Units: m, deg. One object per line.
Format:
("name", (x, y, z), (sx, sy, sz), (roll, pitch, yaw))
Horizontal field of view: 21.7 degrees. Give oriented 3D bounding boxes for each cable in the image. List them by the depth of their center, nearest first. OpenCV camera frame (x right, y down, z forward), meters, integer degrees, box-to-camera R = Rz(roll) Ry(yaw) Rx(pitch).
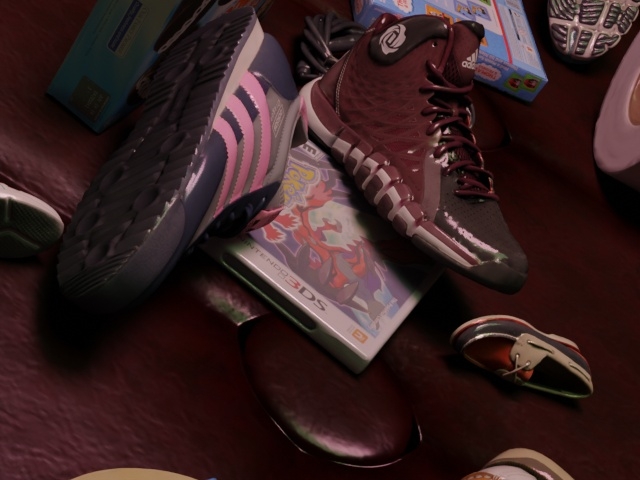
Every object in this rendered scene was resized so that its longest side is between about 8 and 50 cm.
("cable", (0.060, -0.146, 1.558), (0.184, 0.047, 0.150), (23, 29, -15))

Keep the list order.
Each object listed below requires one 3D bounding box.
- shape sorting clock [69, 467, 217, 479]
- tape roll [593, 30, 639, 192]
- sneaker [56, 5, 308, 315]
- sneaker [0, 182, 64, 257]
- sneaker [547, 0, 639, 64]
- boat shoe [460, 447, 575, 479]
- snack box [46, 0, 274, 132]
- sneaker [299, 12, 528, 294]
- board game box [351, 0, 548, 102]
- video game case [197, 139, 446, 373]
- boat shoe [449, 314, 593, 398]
("shape sorting clock", (-0.084, 0.213, 0.957), (0.206, 0.040, 0.206), (21, 37, -17))
("tape roll", (0.412, -0.135, 1.677), (0.169, 0.246, 0.246), (28, 33, -12))
("sneaker", (-0.078, -0.036, 1.194), (0.131, 0.112, 0.319), (55, 38, -26))
("sneaker", (-0.243, -0.034, 1.116), (0.152, 0.053, 0.061), (18, 34, -25))
("sneaker", (0.310, -0.298, 1.922), (0.107, 0.110, 0.275), (15, 52, -2))
("boat shoe", (0.200, 0.266, 1.101), (0.302, 0.113, 0.103), (37, 32, 21))
("snack box", (-0.088, -0.223, 1.376), (0.060, 0.187, 0.322), (38, 33, 3))
("sneaker", (0.102, -0.094, 1.367), (0.281, 0.162, 0.106), (47, 17, 33))
("board game box", (0.126, -0.237, 1.732), (0.211, 0.039, 0.160), (22, 35, -22))
("video game case", (0.000, 0.000, 1.325), (0.183, 0.023, 0.201), (39, 32, 4))
("boat shoe", (0.163, 0.096, 1.335), (0.137, 0.049, 0.043), (17, 39, -35))
